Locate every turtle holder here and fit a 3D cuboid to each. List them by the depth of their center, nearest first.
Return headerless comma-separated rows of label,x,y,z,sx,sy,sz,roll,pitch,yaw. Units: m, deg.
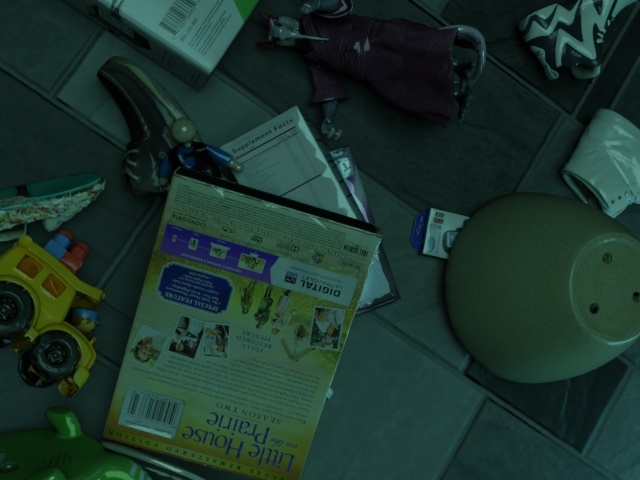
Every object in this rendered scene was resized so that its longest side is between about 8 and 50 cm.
turtle holder,-0.388,0.376,1.318,0.320,0.243,0.227,-14,110,-28

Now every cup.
cup,0.403,0.078,1.529,0.331,0.237,0.330,1,88,-21

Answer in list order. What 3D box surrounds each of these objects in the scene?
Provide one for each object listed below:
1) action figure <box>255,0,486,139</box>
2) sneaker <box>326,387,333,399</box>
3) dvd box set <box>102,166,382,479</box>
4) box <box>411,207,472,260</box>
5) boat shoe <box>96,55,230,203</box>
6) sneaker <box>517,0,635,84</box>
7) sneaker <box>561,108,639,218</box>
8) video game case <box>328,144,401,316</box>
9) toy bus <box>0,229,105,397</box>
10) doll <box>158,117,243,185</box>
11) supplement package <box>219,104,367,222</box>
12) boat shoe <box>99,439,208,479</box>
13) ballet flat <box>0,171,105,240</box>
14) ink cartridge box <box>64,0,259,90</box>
action figure,0.075,-0.321,1.518,0.370,0.248,0.275,19,44,11
sneaker,-0.097,0.221,1.487,0.217,0.079,0.121,34,82,-3
dvd box set,-0.118,0.135,1.384,0.308,0.062,0.420,16,105,-4
box,0.224,-0.005,1.613,0.136,0.028,0.081,13,83,-16
boat shoe,-0.239,-0.116,1.445,0.130,0.132,0.355,-37,95,-13
sneaker,0.482,-0.360,1.680,0.235,0.094,0.153,-22,92,-16
sneaker,0.564,-0.082,1.677,0.293,0.108,0.169,35,79,1
video game case,0.000,0.000,1.554,0.196,0.026,0.274,-19,89,-16
toy bus,-0.395,0.093,1.392,0.220,0.149,0.211,42,60,-10
doll,-0.173,-0.089,1.380,0.129,0.046,0.188,-14,105,10
supplement package,-0.030,-0.068,1.451,0.139,0.134,0.244,-27,93,7
boat shoe,-0.192,0.401,1.422,0.335,0.112,0.095,27,74,-15
ballet flat,-0.439,-0.045,1.422,0.241,0.091,0.077,-12,119,-12
ink cartridge box,-0.246,-0.407,1.473,0.289,0.121,0.211,34,78,-10
